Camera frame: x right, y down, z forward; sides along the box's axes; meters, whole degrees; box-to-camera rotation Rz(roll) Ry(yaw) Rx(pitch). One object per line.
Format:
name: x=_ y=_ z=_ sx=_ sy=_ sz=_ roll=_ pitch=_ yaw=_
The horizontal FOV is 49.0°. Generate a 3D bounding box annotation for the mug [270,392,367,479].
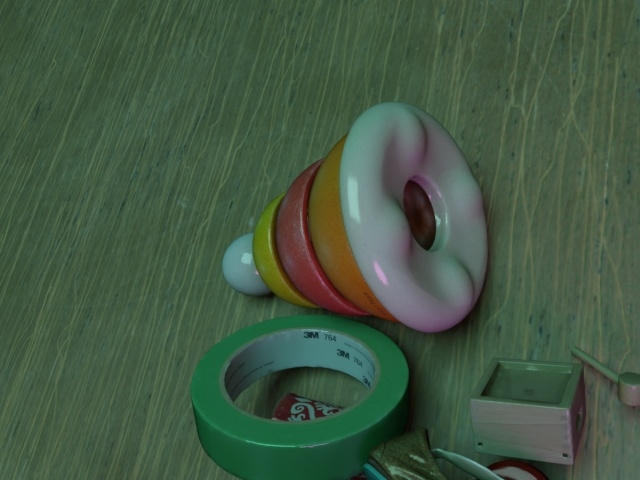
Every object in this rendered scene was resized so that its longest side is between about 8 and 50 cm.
mug: x=0.021 y=0.321 z=1.092 sx=0.169 sy=0.150 sz=0.113 roll=4 pitch=29 yaw=26

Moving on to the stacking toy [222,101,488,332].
stacking toy: x=0.000 y=0.000 z=1.170 sx=0.480 sy=0.351 sz=0.350 roll=-15 pitch=58 yaw=39

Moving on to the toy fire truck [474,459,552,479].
toy fire truck: x=0.201 y=0.358 z=0.947 sx=0.217 sy=0.158 sz=0.246 roll=-41 pitch=63 yaw=4

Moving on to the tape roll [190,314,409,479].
tape roll: x=-0.029 y=0.225 z=1.050 sx=0.321 sy=0.077 sz=0.321 roll=-2 pitch=26 yaw=1

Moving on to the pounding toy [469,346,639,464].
pounding toy: x=0.332 y=0.223 z=0.958 sx=0.206 sy=0.181 sz=0.094 roll=-1 pitch=107 yaw=28

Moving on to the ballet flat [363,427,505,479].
ballet flat: x=0.195 y=0.344 z=0.824 sx=0.124 sy=0.116 sz=0.342 roll=-35 pitch=46 yaw=-16
